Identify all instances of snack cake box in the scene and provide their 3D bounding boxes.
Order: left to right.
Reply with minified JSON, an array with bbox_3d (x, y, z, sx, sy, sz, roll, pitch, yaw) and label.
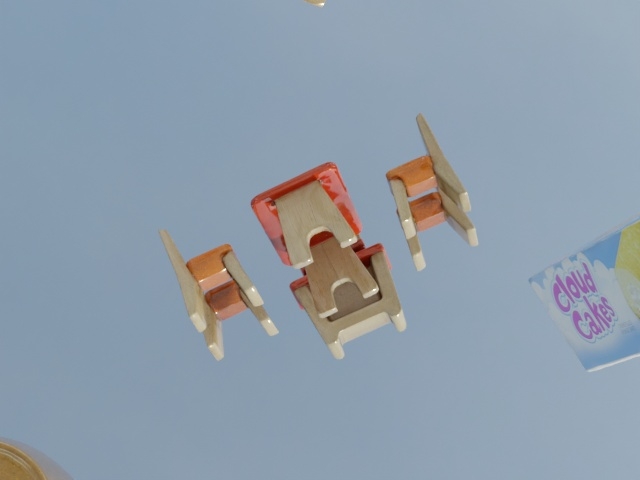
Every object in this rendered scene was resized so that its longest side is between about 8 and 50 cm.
[{"bbox_3d":[0.268,0.004,1.186,0.152,0.264,0.089,-31,-94,-17],"label":"snack cake box"}]

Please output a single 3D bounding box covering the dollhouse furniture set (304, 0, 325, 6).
[{"bbox_3d":[-0.009,-0.366,1.588,0.212,0.242,0.161,18,-160,-21],"label":"dollhouse furniture set"}]

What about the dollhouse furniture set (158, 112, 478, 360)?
[{"bbox_3d":[0.000,0.000,1.573,0.262,0.259,0.135,-24,-116,0],"label":"dollhouse furniture set"}]

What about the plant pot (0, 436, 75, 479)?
[{"bbox_3d":[-0.285,0.258,1.433,0.237,0.254,0.237,4,-115,-9],"label":"plant pot"}]
